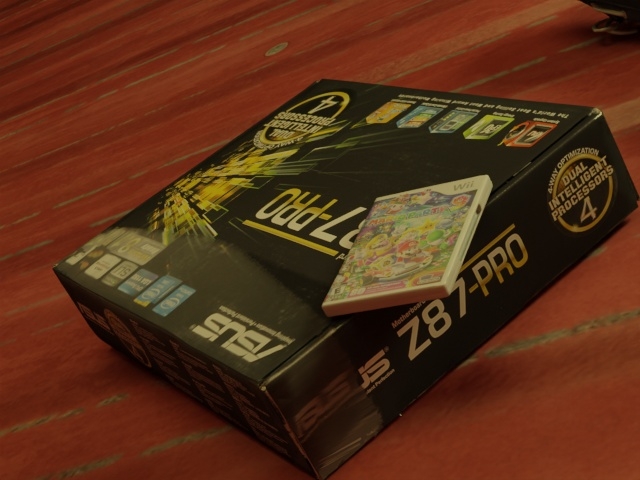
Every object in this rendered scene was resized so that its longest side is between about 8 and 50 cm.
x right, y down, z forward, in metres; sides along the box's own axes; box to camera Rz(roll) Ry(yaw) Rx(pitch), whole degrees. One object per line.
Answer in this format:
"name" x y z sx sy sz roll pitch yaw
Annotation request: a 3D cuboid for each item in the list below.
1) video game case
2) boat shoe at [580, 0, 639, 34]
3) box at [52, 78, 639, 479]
"video game case" 0.058 0.002 0.839 0.087 0.011 0.122 -12 30 30
"boat shoe" 0.293 -0.240 1.216 0.095 0.079 0.254 -35 26 -19
"box" 0.000 0.000 1.021 0.318 0.097 0.395 -39 27 -18
